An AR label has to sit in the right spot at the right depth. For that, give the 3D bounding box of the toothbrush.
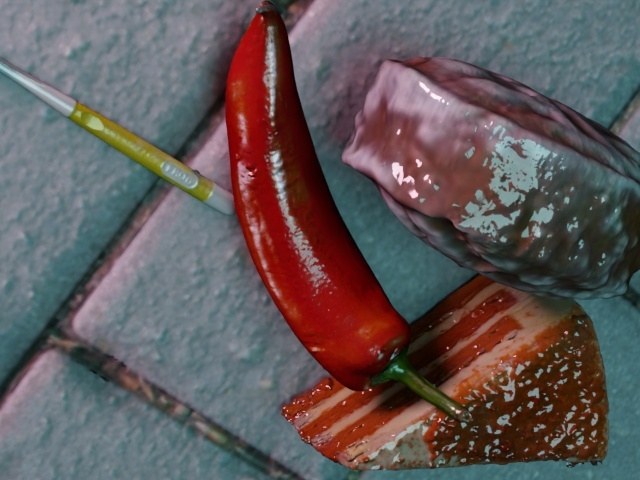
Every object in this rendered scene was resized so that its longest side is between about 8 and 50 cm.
[{"bbox_3d":[-0.174,-0.091,1.019,0.288,0.024,0.021,32,90,-30],"label":"toothbrush"}]

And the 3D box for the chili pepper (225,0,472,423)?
[{"bbox_3d":[-0.006,-0.004,1.057,0.092,0.137,0.368,-36,104,-30],"label":"chili pepper"}]

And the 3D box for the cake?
[{"bbox_3d":[0.117,0.109,1.147,0.262,0.158,0.159,1,103,-25],"label":"cake"}]

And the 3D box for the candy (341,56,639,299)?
[{"bbox_3d":[0.154,-0.047,1.077,0.290,0.214,0.157,20,100,-32],"label":"candy"}]
